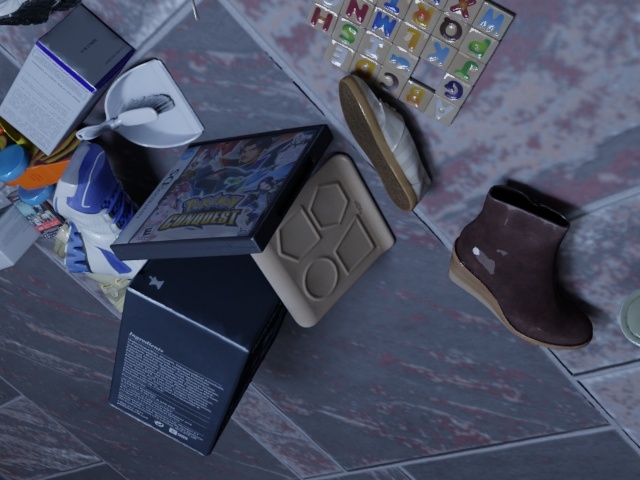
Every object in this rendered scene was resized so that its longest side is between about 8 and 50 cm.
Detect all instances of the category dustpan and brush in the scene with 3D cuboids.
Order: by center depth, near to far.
[{"bbox_3d":[-0.310,-0.198,1.412,0.211,0.060,0.147,-6,129,36],"label":"dustpan and brush"}]

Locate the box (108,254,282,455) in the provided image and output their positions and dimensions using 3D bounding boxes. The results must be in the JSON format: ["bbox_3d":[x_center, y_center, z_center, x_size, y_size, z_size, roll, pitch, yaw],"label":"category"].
[{"bbox_3d":[-0.185,0.129,1.498,0.212,0.293,0.395,27,141,4],"label":"box"}]

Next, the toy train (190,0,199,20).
[{"bbox_3d":[-0.251,-0.400,1.139,0.143,0.105,0.248,17,140,32],"label":"toy train"}]

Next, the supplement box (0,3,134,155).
[{"bbox_3d":[-0.403,-0.247,1.380,0.114,0.111,0.220,41,139,-12],"label":"supplement box"}]

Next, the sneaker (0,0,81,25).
[{"bbox_3d":[-0.441,-0.379,1.294,0.272,0.100,0.108,-5,97,44],"label":"sneaker"}]

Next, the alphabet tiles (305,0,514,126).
[{"bbox_3d":[0.100,-0.268,1.124,0.237,0.009,0.198,28,141,2],"label":"alphabet tiles"}]

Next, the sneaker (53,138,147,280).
[{"bbox_3d":[-0.331,-0.030,1.473,0.182,0.127,0.315,16,146,1],"label":"sneaker"}]

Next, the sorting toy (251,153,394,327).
[{"bbox_3d":[0.000,0.000,1.335,0.038,0.208,0.193,21,148,54],"label":"sorting toy"}]

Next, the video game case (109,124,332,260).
[{"bbox_3d":[-0.146,-0.070,1.297,0.275,0.248,0.035,-4,131,35],"label":"video game case"}]

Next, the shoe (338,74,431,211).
[{"bbox_3d":[0.092,-0.143,1.233,0.076,0.058,0.219,26,150,60],"label":"shoe"}]

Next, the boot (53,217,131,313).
[{"bbox_3d":[-0.388,0.007,1.657,0.203,0.095,0.262,42,135,-5],"label":"boot"}]

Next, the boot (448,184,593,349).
[{"bbox_3d":[0.311,0.045,1.259,0.248,0.090,0.207,30,143,7],"label":"boot"}]

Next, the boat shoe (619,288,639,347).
[{"bbox_3d":[0.581,0.131,1.172,0.340,0.127,0.113,0,162,22],"label":"boat shoe"}]

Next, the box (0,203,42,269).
[{"bbox_3d":[-0.649,-0.005,1.796,0.102,0.101,0.087,-15,123,43],"label":"box"}]

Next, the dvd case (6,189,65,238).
[{"bbox_3d":[-0.564,-0.056,1.759,0.087,0.013,0.119,-16,124,41],"label":"dvd case"}]

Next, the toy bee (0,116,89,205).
[{"bbox_3d":[-0.532,-0.152,1.547,0.298,0.162,0.195,-6,145,-3],"label":"toy bee"}]
